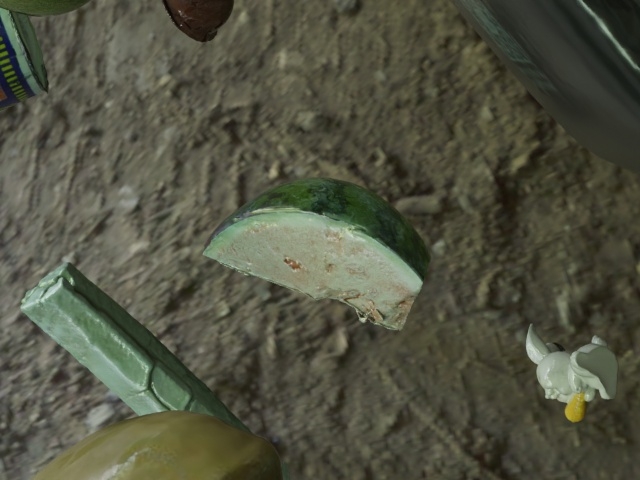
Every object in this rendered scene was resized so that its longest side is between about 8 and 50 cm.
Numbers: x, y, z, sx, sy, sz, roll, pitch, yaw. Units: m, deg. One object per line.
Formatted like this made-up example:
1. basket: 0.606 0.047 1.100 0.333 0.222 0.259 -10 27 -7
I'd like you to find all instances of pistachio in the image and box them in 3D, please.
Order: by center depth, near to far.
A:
1. pistachio: -0.150 0.229 0.949 0.293 0.181 0.162 -33 97 12

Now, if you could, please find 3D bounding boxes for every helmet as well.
1. helmet: -0.118 -0.261 1.364 0.111 0.057 0.089 -10 78 -66

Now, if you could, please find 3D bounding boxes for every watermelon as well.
1. watermelon: 0.000 0.000 1.793 0.305 0.224 0.180 19 90 3

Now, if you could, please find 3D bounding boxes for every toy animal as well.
1. toy animal: 0.395 0.206 2.054 0.131 0.182 0.127 41 63 -21

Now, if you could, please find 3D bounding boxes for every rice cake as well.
1. rice cake: -0.159 0.154 1.301 0.336 0.066 0.063 45 21 -19

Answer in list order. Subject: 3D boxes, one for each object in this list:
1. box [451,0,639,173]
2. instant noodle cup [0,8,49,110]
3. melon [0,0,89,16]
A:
1. box: 0.119 -0.149 0.727 0.073 0.290 0.289 -41 99 4
2. instant noodle cup: -0.524 -0.232 1.646 0.312 0.284 0.284 -18 85 -3
3. melon: -0.322 -0.306 1.426 0.167 0.114 0.114 8 74 -34
